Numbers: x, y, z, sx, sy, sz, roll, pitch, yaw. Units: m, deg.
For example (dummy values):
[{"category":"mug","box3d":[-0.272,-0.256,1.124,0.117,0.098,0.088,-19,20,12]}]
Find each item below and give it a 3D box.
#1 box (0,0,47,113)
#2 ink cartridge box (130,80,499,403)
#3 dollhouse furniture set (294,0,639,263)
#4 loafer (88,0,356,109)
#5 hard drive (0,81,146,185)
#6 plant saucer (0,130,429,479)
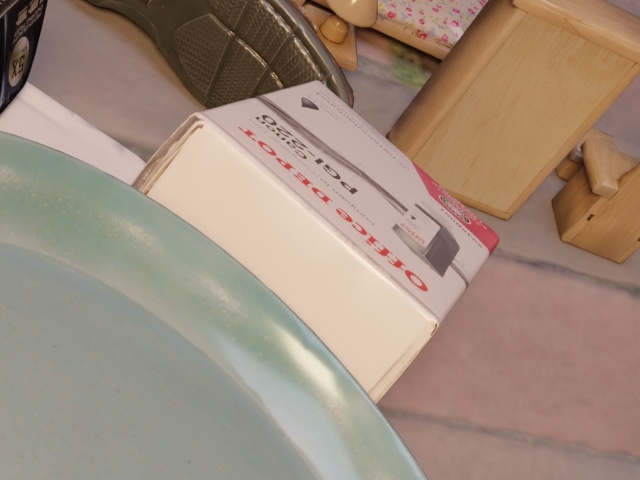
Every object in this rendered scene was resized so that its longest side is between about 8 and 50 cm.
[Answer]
[{"category":"box","box3d":[-0.240,-0.106,0.613,0.180,0.077,0.147,23,34,-1]},{"category":"ink cartridge box","box3d":[0.000,0.000,0.714,0.158,0.092,0.218,41,20,4]},{"category":"dollhouse furniture set","box3d":[0.144,-0.203,1.021,0.303,0.174,0.355,21,41,-21]},{"category":"loafer","box3d":[-0.080,-0.165,0.874,0.267,0.096,0.084,37,32,3]},{"category":"hard drive","box3d":[-0.251,-0.018,0.596,0.210,0.040,0.319,34,36,14]},{"category":"plant saucer","box3d":[-0.055,0.089,0.432,0.317,0.044,0.317,40,20,-19]}]
